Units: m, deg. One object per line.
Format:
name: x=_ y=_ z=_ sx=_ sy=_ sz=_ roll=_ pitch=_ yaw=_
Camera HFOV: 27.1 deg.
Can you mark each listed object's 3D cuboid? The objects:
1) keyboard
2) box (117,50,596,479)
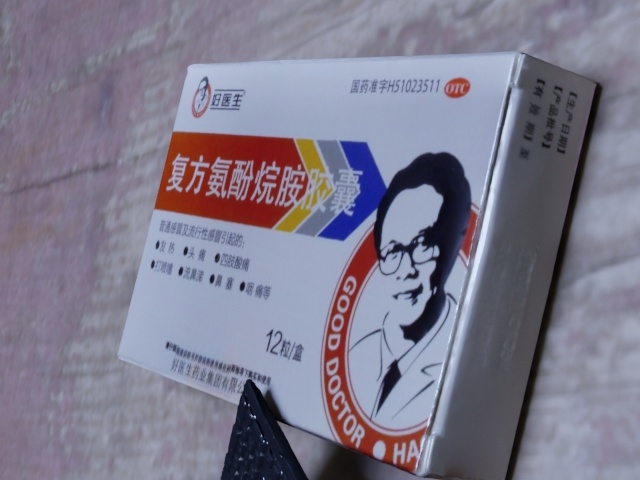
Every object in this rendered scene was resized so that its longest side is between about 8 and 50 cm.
keyboard: x=-0.005 y=0.179 z=0.670 sx=0.250 sy=0.017 sz=0.087 roll=-124 pitch=41 yaw=-49
box: x=0.000 y=0.000 z=0.796 sx=0.353 sy=0.069 sz=0.214 roll=10 pitch=86 yaw=55
